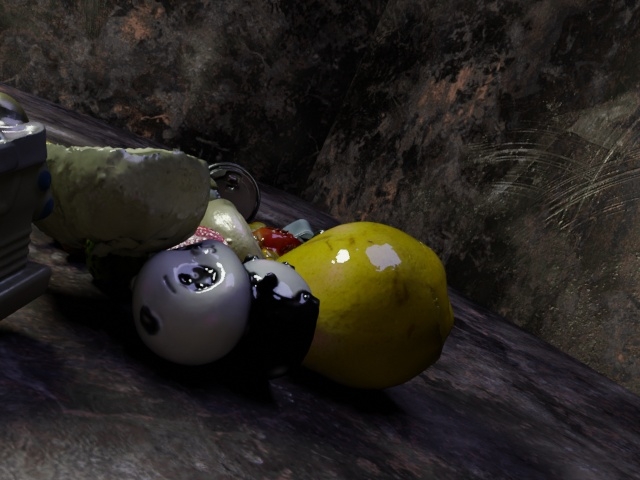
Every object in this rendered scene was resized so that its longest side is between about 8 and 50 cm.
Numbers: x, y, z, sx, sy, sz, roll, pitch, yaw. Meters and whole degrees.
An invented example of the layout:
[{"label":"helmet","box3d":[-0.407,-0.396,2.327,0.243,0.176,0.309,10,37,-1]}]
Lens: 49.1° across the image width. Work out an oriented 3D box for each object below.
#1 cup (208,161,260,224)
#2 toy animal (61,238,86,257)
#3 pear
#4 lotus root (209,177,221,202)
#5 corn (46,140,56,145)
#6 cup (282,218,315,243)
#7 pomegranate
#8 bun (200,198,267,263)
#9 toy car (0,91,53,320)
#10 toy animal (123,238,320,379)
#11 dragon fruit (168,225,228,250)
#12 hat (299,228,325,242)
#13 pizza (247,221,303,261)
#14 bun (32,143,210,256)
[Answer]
[{"label":"cup","box3d":[-0.286,-0.125,1.997,0.196,0.196,0.279,23,-1,-17]},{"label":"toy animal","box3d":[-0.442,-0.038,1.211,0.224,0.066,0.230,39,-6,24]},{"label":"pear","box3d":[0.047,0.113,1.149,0.336,0.285,0.285,-17,-15,28]},{"label":"lotus root","box3d":[-0.382,-0.092,1.577,0.322,0.140,0.158,6,36,-10]},{"label":"corn","box3d":[-0.714,-0.225,1.631,0.248,0.081,0.081,24,7,-3]},{"label":"cup","box3d":[-0.051,0.017,2.080,0.128,0.095,0.129,63,-1,-17]},{"label":"pomegranate","box3d":[-0.312,0.018,1.108,0.122,0.122,0.161,22,-5,-21]},{"label":"bun","box3d":[-0.176,0.024,1.341,0.210,0.116,0.237,57,-11,20]},{"label":"toy car","box3d":[-0.474,-0.045,0.738,0.335,0.226,0.242,10,23,13]},{"label":"toy animal","box3d":[-0.134,0.090,0.935,0.235,0.165,0.187,22,11,-27]},{"label":"dragon fruit","box3d":[-0.229,0.060,1.204,0.153,0.111,0.153,0,40,0]},{"label":"hat","box3d":[0.000,0.000,1.824,0.121,0.050,0.121,23,-15,7]},{"label":"pizza","box3d":[-0.144,0.009,1.671,0.406,0.130,0.440,28,7,9]},{"label":"bun","box3d":[-0.279,-0.052,0.956,0.259,0.152,0.259,1,3,0]}]
